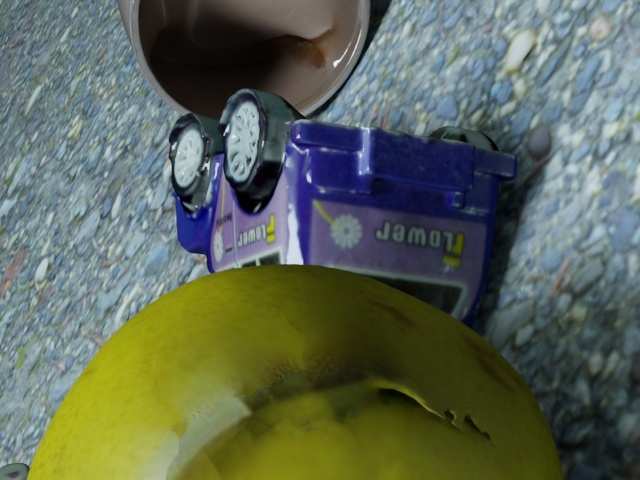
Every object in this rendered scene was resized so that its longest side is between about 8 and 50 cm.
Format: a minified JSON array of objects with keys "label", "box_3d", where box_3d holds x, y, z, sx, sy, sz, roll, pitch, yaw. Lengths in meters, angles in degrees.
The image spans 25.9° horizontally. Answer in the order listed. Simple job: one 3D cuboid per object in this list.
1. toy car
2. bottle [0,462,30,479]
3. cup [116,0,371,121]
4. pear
[{"label":"toy car","box_3d":[0.000,0.000,0.900,0.235,0.172,0.158,-9,74,61]},{"label":"bottle","box_3d":[-0.220,0.264,1.101,0.110,0.110,0.233,-59,29,9]},{"label":"cup","box_3d":[-0.051,-0.230,1.161,0.252,0.191,0.200,-31,30,0]},{"label":"pear","box_3d":[-0.029,0.155,0.699,0.336,0.284,0.285,-27,46,50]}]
